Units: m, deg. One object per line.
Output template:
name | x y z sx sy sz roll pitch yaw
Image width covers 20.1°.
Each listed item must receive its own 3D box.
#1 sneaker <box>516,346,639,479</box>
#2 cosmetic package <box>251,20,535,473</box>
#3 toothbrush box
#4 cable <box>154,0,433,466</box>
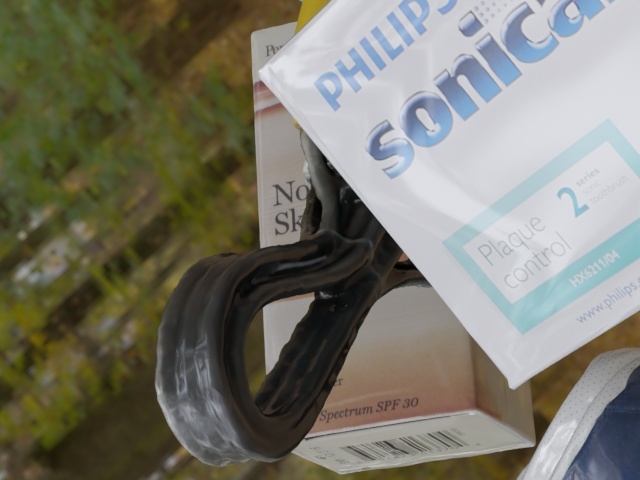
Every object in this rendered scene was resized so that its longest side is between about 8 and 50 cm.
sneaker | 0.190 0.216 0.984 0.236 0.130 0.322 -125 29 -61
cosmetic package | 0.047 -0.003 1.234 0.129 0.153 0.296 36 -135 -61
toothbrush box | 0.152 -0.114 0.547 0.126 0.216 0.295 51 -138 0
cable | 0.000 0.000 0.681 0.072 0.287 0.139 -1 126 25
